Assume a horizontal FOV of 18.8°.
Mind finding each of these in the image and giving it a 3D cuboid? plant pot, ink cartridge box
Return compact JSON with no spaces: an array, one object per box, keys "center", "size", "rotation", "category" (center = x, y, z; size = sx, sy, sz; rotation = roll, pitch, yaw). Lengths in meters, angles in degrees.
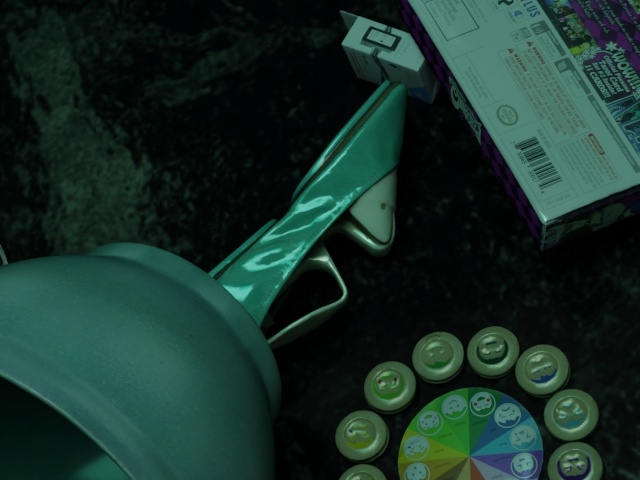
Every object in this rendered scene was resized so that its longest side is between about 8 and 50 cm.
[{"center":[-0.145,0.123,1.236],"size":[0.293,0.293,0.196],"rotation":[17,44,24],"category":"plant pot"},{"center":[0.048,-0.135,1.419],"size":[0.083,0.048,0.028],"rotation":[23,71,27],"category":"ink cartridge box"}]

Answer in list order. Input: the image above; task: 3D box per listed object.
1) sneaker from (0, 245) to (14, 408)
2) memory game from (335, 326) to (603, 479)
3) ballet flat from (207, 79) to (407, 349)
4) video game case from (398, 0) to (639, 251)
[{"center":[-0.267,0.035,1.396],"size":[0.078,0.106,0.234],"rotation":[-30,59,0],"category":"sneaker"},{"center":[0.097,0.141,1.283],"size":[0.186,0.012,0.186],"rotation":[-7,62,13],"category":"memory game"},{"center":[0.000,0.000,1.358],"size":[0.087,0.083,0.247],"rotation":[41,80,5],"category":"ballet flat"},{"center":[0.195,-0.123,1.344],"size":[0.210,0.042,0.232],"rotation":[-21,58,-11],"category":"video game case"}]
